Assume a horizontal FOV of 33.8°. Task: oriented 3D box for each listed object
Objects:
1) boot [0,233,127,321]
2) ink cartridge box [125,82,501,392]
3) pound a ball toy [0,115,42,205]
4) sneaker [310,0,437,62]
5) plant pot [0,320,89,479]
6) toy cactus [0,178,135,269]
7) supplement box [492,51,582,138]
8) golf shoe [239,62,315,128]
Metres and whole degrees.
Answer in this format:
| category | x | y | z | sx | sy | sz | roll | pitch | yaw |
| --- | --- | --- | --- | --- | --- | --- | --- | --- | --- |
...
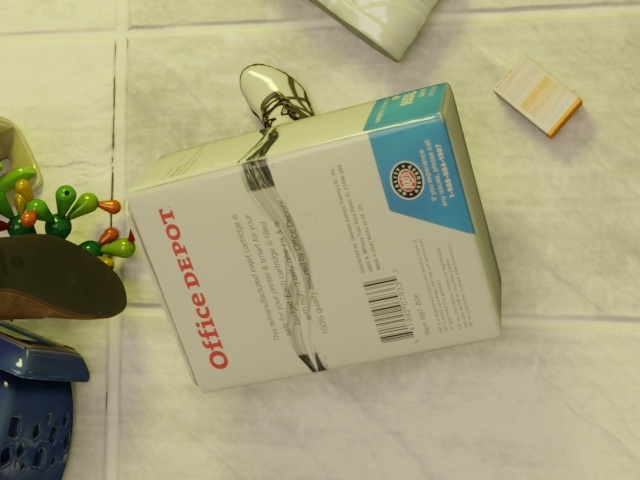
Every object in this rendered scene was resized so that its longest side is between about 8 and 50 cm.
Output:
| category | x | y | z | sx | sy | sz | roll | pitch | yaw |
| --- | --- | --- | --- | --- | --- | --- | --- | --- | --- |
| boot | -0.401 | 0.061 | 1.378 | 0.115 | 0.305 | 0.112 | -42 | 51 | 35 |
| ink cartridge box | 0.000 | 0.000 | 1.304 | 0.394 | 0.166 | 0.286 | -12 | 110 | 15 |
| pound a ball toy | -0.554 | -0.091 | 1.489 | 0.319 | 0.208 | 0.136 | -30 | 80 | 13 |
| sneaker | 0.037 | -0.388 | 1.393 | 0.292 | 0.108 | 0.169 | 37 | 96 | 4 |
| plant pot | -0.469 | 0.218 | 1.448 | 0.235 | 0.236 | 0.212 | 20 | 86 | 15 |
| toy cactus | -0.371 | 0.007 | 1.483 | 0.218 | 0.112 | 0.181 | 14 | 122 | -18 |
| supplement box | 0.277 | -0.184 | 1.347 | 0.098 | 0.036 | 0.062 | 43 | 99 | 13 |
| golf shoe | -0.046 | -0.167 | 1.409 | 0.077 | 0.094 | 0.198 | -44 | 76 | 11 |
